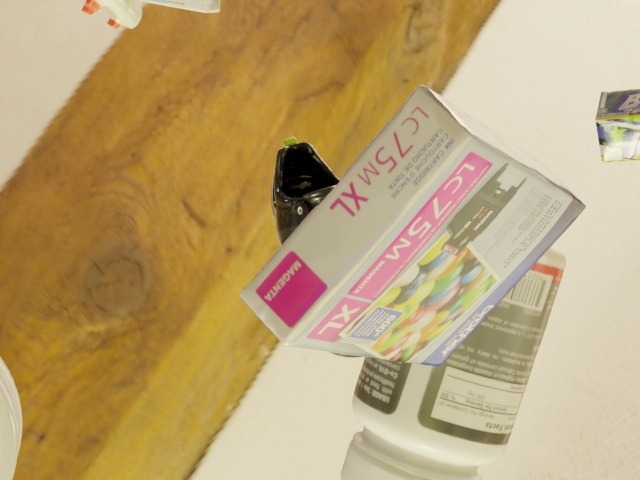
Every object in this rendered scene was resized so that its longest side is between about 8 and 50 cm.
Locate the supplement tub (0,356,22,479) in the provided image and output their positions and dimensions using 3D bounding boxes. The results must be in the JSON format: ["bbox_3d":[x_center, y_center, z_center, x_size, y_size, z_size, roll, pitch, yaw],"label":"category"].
[{"bbox_3d":[-0.347,0.139,0.978,0.191,0.272,0.191,-2,-85,-21],"label":"supplement tub"}]

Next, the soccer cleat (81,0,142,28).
[{"bbox_3d":[-0.174,-0.224,0.849,0.068,0.196,0.076,31,-101,38],"label":"soccer cleat"}]

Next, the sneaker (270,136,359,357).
[{"bbox_3d":[0.000,0.000,1.072,0.084,0.097,0.234,-19,-131,-10],"label":"sneaker"}]

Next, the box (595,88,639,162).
[{"bbox_3d":[0.359,-0.117,1.183,0.169,0.054,0.059,-2,-145,22],"label":"box"}]

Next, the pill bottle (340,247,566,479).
[{"bbox_3d":[0.125,0.123,1.194,0.161,0.161,0.283,19,-86,19],"label":"pill bottle"}]

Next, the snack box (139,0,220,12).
[{"bbox_3d":[-0.170,-0.277,1.243,0.178,0.064,0.022,18,-156,40],"label":"snack box"}]

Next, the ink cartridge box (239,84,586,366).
[{"bbox_3d":[0.090,0.007,0.899,0.186,0.311,0.065,-49,-114,13],"label":"ink cartridge box"}]
